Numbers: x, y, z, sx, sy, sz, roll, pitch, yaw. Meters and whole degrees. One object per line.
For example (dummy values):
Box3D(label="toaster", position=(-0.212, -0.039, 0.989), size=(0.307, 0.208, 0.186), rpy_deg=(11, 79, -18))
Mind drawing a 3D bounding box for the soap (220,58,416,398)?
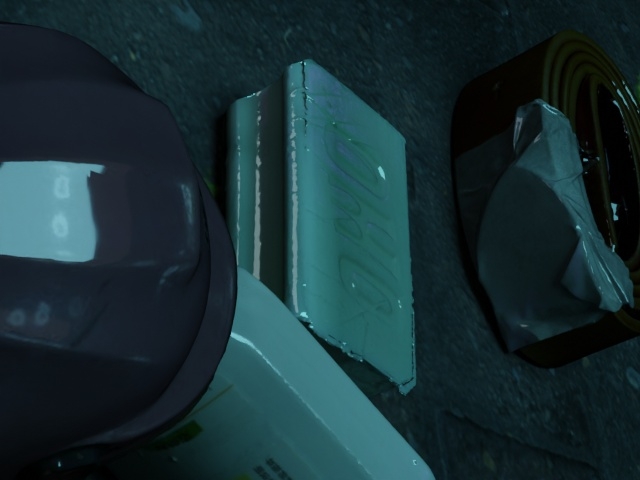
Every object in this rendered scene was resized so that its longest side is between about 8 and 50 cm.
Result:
Box3D(label="soap", position=(0.000, 0.000, 1.524), size=(0.150, 0.094, 0.261), rpy_deg=(32, 42, -37))

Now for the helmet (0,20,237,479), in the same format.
Box3D(label="helmet", position=(-0.186, -0.006, 1.080), size=(0.338, 0.197, 0.271), rpy_deg=(-3, 71, -18))

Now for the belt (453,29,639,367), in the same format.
Box3D(label="belt", position=(0.228, -0.040, 1.844), size=(0.217, 0.122, 0.339), rpy_deg=(37, 40, -35))

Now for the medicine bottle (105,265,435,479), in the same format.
Box3D(label="medicine bottle", position=(-0.023, 0.162, 1.307), size=(0.296, 0.161, 0.111), rpy_deg=(49, 34, -21))
